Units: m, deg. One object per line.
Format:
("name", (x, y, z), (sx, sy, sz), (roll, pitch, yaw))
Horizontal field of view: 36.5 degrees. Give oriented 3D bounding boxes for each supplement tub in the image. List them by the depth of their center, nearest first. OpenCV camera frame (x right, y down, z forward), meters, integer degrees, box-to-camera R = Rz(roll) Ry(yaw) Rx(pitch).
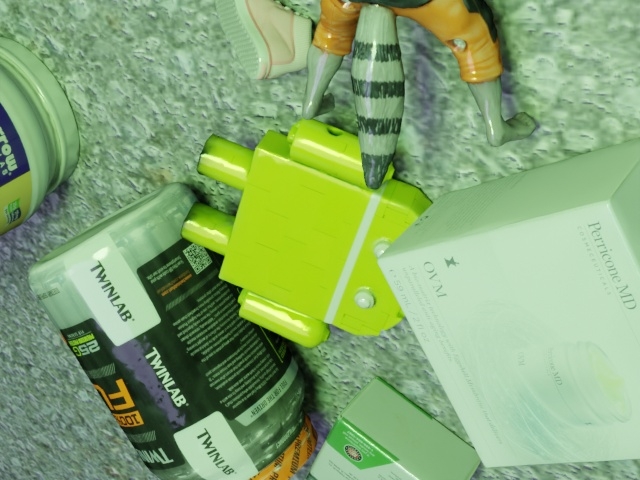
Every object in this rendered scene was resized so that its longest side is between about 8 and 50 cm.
("supplement tub", (-0.154, 0.124, 1.088), (0.207, 0.207, 0.338), (-20, 104, 44))
("supplement tub", (-0.465, -0.082, 1.100), (0.241, 0.331, 0.241), (20, 129, 27))

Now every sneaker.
("sneaker", (-0.051, -0.207, 0.905), (0.134, 0.070, 0.051), (66, 151, 25))

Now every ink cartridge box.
("ink cartridge box", (0.068, 0.280, 1.106), (0.153, 0.087, 0.208), (36, 133, 13))

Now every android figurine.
("android figurine", (0.000, 0.000, 0.950), (0.273, 0.056, 0.248), (25, 126, 4))

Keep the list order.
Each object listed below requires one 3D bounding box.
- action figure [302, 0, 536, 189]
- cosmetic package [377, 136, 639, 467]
("action figure", (0.095, -0.204, 0.703), (0.341, 0.178, 0.330), (20, 138, 29))
("cosmetic package", (0.208, 0.059, 0.814), (0.224, 0.138, 0.224), (-17, 107, 42))
